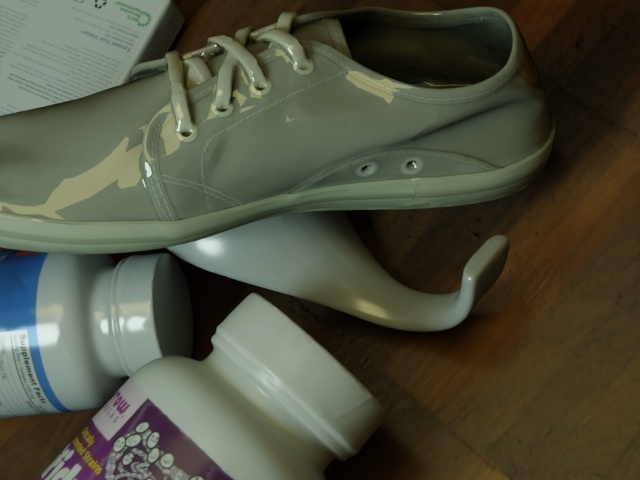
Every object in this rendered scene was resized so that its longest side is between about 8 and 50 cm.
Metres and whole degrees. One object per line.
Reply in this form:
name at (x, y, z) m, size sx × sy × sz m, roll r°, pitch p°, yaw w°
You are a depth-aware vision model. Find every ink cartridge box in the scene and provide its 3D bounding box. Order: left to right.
ink cartridge box at (-0.255, -0.131, 1.280) m, size 0.223 × 0.045 × 0.224 m, roll 24°, pitch 77°, yaw 24°

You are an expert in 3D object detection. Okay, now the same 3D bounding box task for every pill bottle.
pill bottle at (-0.210, 0.066, 1.139) m, size 0.221 × 0.124 × 0.124 m, roll -7°, pitch 66°, yaw 12°
pill bottle at (-0.100, 0.185, 1.031) m, size 0.169 × 0.169 × 0.301 m, roll 38°, pitch 82°, yaw 26°

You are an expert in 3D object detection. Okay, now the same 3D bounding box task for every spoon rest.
spoon rest at (0.000, 0.000, 1.127) m, size 0.276 × 0.084 × 0.137 m, roll 20°, pitch 42°, yaw 27°

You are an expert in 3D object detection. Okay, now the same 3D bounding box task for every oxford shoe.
oxford shoe at (-0.055, -0.088, 1.070) m, size 0.449 × 0.130 × 0.169 m, roll -8°, pitch 38°, yaw -9°
